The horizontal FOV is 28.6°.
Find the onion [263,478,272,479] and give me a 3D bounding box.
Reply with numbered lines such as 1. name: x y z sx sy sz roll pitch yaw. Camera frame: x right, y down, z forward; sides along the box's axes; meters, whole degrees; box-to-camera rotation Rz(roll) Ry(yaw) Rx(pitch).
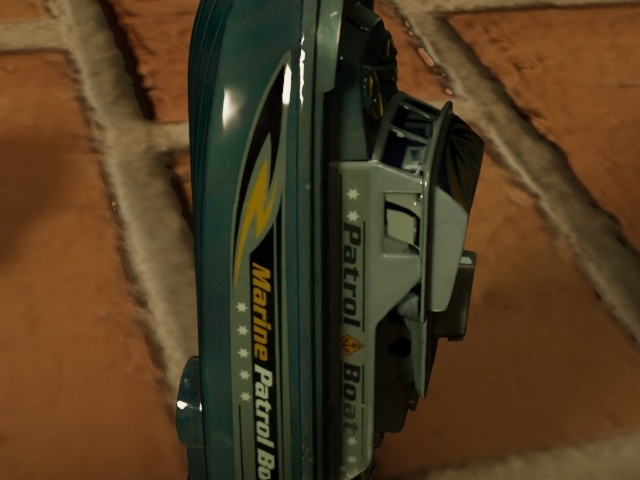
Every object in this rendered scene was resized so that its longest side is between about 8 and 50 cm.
1. onion: -0.089 0.193 0.325 0.256 0.272 0.230 -12 66 -14

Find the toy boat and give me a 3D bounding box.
1. toy boat: 0.003 0.002 0.517 0.122 0.296 0.114 7 27 8
